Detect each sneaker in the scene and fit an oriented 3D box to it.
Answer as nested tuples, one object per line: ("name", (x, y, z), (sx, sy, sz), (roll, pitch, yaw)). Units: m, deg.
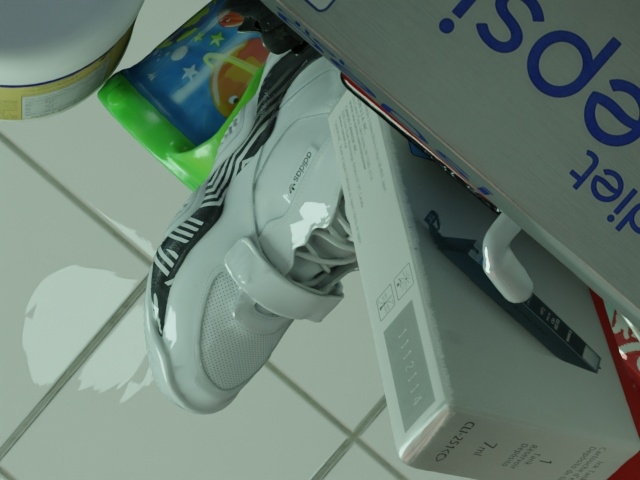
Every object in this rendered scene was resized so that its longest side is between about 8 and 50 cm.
("sneaker", (0.000, 0.000, 1.210), (0.137, 0.366, 0.210), (21, -172, -42))
("sneaker", (-0.006, -0.166, 1.134), (0.051, 0.089, 0.170), (38, -176, -42))

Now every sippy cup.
("sippy cup", (-0.062, -0.149, 1.522), (0.305, 0.224, 0.240), (44, -178, 43))

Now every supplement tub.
("supplement tub", (-0.280, -0.237, 1.391), (0.241, 0.241, 0.331), (40, 170, -6))

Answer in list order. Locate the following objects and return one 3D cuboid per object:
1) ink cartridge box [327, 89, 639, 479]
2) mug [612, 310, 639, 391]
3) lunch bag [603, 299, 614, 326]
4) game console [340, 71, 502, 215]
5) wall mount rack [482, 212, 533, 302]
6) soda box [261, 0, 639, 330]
("ink cartridge box", (0.148, 0.033, 1.008), (0.261, 0.066, 0.296), (16, -138, -27))
("mug", (0.283, 0.080, 1.475), (0.169, 0.113, 0.150), (46, -144, 16))
("lunch bag", (0.141, -0.014, 1.384), (0.223, 0.160, 0.262), (40, -172, -24))
("game console", (0.097, -0.073, 0.916), (0.144, 0.124, 0.085), (41, 156, 15))
("wall mount rack", (0.238, 0.090, 0.762), (0.304, 0.130, 0.350), (39, -176, -35))
("soda box", (0.105, -0.034, 0.529), (0.286, 0.091, 0.098), (41, -177, -1))
